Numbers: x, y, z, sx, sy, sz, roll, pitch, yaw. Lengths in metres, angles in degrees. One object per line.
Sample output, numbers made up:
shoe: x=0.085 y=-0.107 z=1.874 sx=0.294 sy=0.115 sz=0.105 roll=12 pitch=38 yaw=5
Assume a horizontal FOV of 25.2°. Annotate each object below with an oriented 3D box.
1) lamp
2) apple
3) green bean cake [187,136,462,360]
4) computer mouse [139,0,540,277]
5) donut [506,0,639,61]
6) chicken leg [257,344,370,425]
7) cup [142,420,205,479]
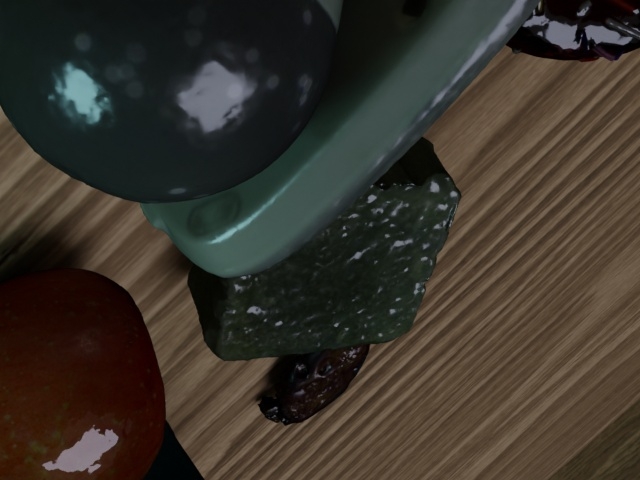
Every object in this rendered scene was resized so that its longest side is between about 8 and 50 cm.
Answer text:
lamp: x=-0.060 y=-0.171 z=0.752 sx=0.182 sy=0.182 sz=0.314 roll=52 pitch=56 yaw=-67
apple: x=-0.193 y=0.107 z=0.987 sx=0.168 sy=0.181 sz=0.181 roll=-8 pitch=149 yaw=-9
green bean cake: x=0.000 y=0.000 z=1.122 sx=0.183 sy=0.094 sz=0.185 roll=-4 pitch=139 yaw=-23
computer mouse: x=0.012 y=-0.123 z=0.839 sx=0.095 sy=0.197 sz=0.331 roll=16 pitch=126 yaw=-46
donut: x=0.186 y=-0.209 z=0.974 sx=0.235 sy=0.089 sz=0.235 roll=-6 pitch=146 yaw=-4
chicken leg: x=-0.001 y=0.105 z=1.417 sx=0.106 sy=0.051 sz=0.253 roll=-22 pitch=149 yaw=-23
cup: x=-0.182 y=0.365 z=1.304 sx=0.308 sy=0.292 sz=0.242 roll=-43 pitch=157 yaw=5
